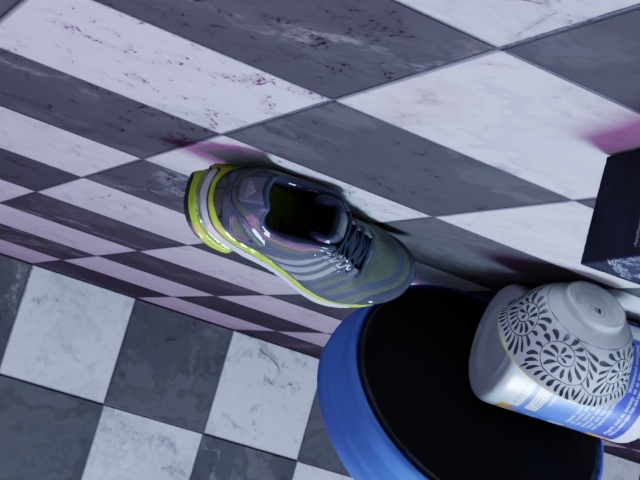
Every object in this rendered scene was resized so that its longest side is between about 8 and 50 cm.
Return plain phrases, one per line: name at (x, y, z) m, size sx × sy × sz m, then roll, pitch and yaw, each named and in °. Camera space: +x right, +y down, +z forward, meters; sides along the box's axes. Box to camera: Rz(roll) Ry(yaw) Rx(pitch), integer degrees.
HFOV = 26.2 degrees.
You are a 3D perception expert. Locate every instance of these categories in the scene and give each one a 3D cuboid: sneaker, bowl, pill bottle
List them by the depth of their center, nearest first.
sneaker at (0.000, 0.000, 1.477) m, size 0.300 × 0.111 × 0.121 m, roll 21°, pitch 165°, yaw -38°
bowl at (0.291, 0.098, 1.544) m, size 0.170 × 0.170 × 0.080 m, roll 19°, pitch 125°, yaw -14°
pill bottle at (0.334, 0.162, 1.695) m, size 0.272 × 0.152 × 0.152 m, roll 19°, pitch 170°, yaw -14°
bowl at (0.185, 0.215, 1.727) m, size 0.391 × 0.391 × 0.077 m, roll 19°, pitch 130°, yaw -19°

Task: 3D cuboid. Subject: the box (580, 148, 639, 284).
box at (0.302, -0.006, 1.006) m, size 0.156 × 0.093 × 0.158 m, roll 19°, pitch 171°, yaw -16°
